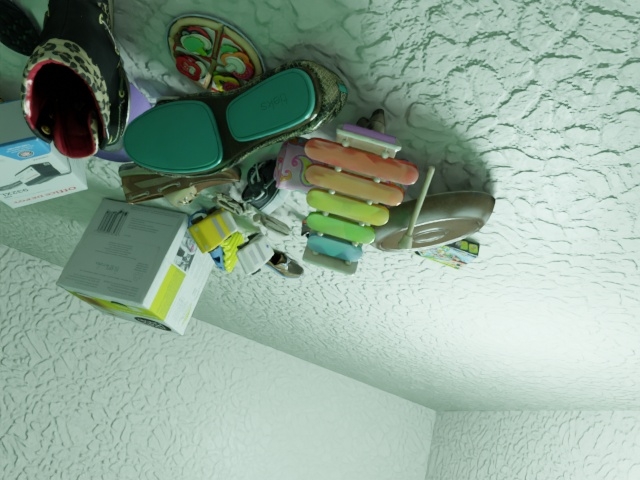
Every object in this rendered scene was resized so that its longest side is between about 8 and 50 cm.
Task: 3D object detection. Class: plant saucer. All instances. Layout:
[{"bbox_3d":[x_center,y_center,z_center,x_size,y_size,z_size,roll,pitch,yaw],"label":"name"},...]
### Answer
[{"bbox_3d":[0.240,-0.029,1.116,0.310,0.050,0.310,-8,163,-2],"label":"plant saucer"}]

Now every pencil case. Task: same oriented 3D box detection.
[{"bbox_3d":[0.047,-0.138,1.046,0.284,0.124,0.124,11,157,-12],"label":"pencil case"}]

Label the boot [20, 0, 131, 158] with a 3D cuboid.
[{"bbox_3d":[-0.420,-0.254,0.879,0.138,0.284,0.377,2,141,-18],"label":"boot"}]

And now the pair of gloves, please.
[{"bbox_3d":[-0.190,-0.075,1.401,0.240,0.042,0.204,27,180,-5],"label":"pair of gloves"}]

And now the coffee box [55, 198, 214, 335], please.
[{"bbox_3d":[-0.626,0.100,1.759,0.337,0.338,0.334,11,155,15],"label":"coffee box"}]

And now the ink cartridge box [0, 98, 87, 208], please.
[{"bbox_3d":[-0.793,-0.219,1.310,0.223,0.129,0.307,-16,165,-8],"label":"ink cartridge box"}]

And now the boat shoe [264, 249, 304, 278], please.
[{"bbox_3d":[-0.138,0.080,1.722,0.183,0.066,0.066,21,154,-7],"label":"boat shoe"}]

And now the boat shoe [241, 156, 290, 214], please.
[{"bbox_3d":[-0.129,-0.148,1.215,0.102,0.108,0.301,23,162,-15],"label":"boat shoe"}]

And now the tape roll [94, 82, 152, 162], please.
[{"bbox_3d":[-0.536,-0.302,1.171,0.274,0.090,0.275,15,154,7],"label":"tape roll"}]

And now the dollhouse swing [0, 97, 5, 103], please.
[{"bbox_3d":[-1.069,-0.303,1.264,0.346,0.305,0.315,5,152,23],"label":"dollhouse swing"}]

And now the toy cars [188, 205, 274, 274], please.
[{"bbox_3d":[-0.231,-0.005,1.453,0.087,0.176,0.393,-22,152,19],"label":"toy cars"}]

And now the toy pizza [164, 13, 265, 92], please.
[{"bbox_3d":[-0.203,-0.339,0.944,0.201,0.032,0.201,15,155,7],"label":"toy pizza"}]

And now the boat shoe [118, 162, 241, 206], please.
[{"bbox_3d":[-0.357,-0.144,1.275,0.324,0.116,0.123,-2,-178,12],"label":"boat shoe"}]

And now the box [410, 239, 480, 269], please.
[{"bbox_3d":[0.306,0.014,1.332,0.207,0.036,0.114,19,155,-3],"label":"box"}]

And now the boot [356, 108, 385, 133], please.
[{"bbox_3d":[0.089,-0.202,0.970,0.042,0.087,0.118,23,155,-13],"label":"boot"}]

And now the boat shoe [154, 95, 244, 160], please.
[{"bbox_3d":[-0.266,-0.251,1.115,0.233,0.079,0.084,24,156,-10],"label":"boat shoe"}]

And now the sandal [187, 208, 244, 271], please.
[{"bbox_3d":[-0.341,-0.007,1.630,0.138,0.126,0.317,16,147,12],"label":"sandal"}]

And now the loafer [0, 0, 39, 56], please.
[{"bbox_3d":[-0.638,-0.454,0.961,0.078,0.076,0.223,46,176,28],"label":"loafer"}]

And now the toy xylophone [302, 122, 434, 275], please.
[{"bbox_3d":[0.084,-0.074,0.943,0.236,0.081,0.323,10,127,5],"label":"toy xylophone"}]

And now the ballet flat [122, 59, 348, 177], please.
[{"bbox_3d":[-0.162,-0.226,0.982,0.482,0.164,0.182,-9,-174,28],"label":"ballet flat"}]

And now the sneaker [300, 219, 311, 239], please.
[{"bbox_3d":[0.000,0.000,1.468,0.158,0.065,0.061,31,152,-25],"label":"sneaker"}]
